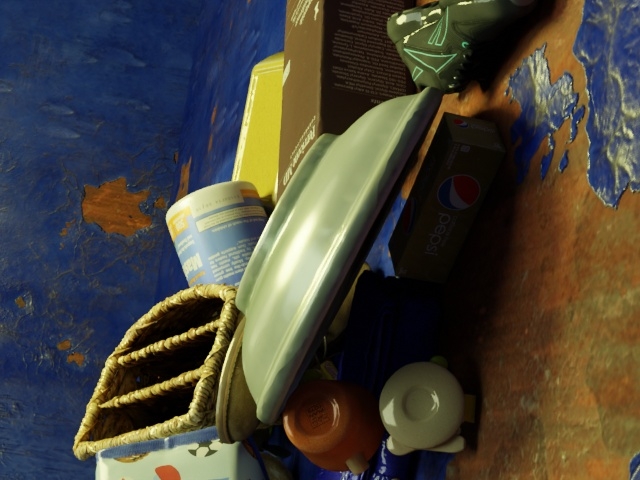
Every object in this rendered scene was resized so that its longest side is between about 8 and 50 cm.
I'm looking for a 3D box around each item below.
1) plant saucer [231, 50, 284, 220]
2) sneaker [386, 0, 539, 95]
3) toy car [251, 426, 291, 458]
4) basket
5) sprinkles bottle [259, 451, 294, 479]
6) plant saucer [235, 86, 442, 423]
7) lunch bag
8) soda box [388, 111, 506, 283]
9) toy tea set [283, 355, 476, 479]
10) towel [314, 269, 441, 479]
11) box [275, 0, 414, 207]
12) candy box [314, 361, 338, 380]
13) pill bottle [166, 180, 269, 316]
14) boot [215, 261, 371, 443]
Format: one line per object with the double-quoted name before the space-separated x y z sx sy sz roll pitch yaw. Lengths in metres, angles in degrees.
"plant saucer" -0.061 -0.169 2.047 0.333 0.081 0.332 -170 91 -69
"sneaker" 0.161 -0.217 1.338 0.267 0.101 0.106 176 79 -71
"toy car" -0.120 0.275 1.914 0.188 0.155 0.148 -134 55 -61
"basket" -0.188 0.169 1.723 0.299 0.223 0.213 -22 73 46
"sprinkles bottle" -0.142 0.436 1.918 0.355 0.121 0.121 122 154 -54
"plant saucer" 0.000 0.000 1.348 0.400 0.101 0.400 -62 -4 -8
"lunch bag" -0.124 0.471 1.579 0.385 0.239 0.327 75 -174 -46
"soda box" 0.131 -0.042 1.334 0.058 0.061 0.181 -99 25 -52
"toy tea set" 0.053 0.282 1.264 0.124 0.200 0.336 40 -125 -66
"towel" 0.050 0.197 1.448 0.228 0.076 0.308 -152 73 -74
"box" 0.033 -0.227 1.695 0.191 0.143 0.381 123 152 -55
"candy box" -0.004 0.218 1.735 0.206 0.027 0.105 -131 57 -72
"pill bottle" -0.124 0.059 1.921 0.272 0.152 0.152 69 156 14
"boot" -0.029 0.125 1.541 0.112 0.115 0.305 80 -147 -50
